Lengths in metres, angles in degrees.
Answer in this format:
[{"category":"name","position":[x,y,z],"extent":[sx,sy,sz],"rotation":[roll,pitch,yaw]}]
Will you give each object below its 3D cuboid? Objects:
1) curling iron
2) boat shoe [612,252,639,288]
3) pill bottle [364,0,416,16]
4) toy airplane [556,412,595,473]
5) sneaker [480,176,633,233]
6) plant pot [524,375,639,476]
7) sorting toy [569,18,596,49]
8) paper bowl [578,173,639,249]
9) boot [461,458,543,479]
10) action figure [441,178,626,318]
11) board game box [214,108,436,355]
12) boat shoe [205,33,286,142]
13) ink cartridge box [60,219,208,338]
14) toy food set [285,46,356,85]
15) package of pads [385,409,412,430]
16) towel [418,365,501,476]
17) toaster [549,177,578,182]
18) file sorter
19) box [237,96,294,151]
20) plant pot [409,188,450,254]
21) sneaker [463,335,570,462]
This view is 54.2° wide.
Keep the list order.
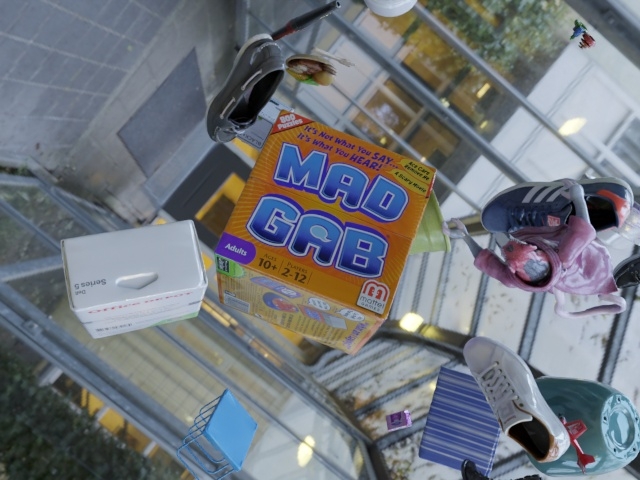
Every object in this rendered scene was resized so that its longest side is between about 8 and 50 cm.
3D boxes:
[{"category":"curling iron","position":[-0.050,-0.471,1.409],"extent":[0.274,0.068,0.035],"rotation":[-18,-168,46]},{"category":"boat shoe","position":[0.889,0.081,1.702],"extent":[0.228,0.080,0.076],"rotation":[-39,-170,45]},{"category":"pill bottle","position":[0.111,-0.464,1.000],"extent":[0.131,0.131,0.229],"rotation":[-50,168,-3]},{"category":"toy airplane","position":[0.629,0.500,1.553],"extent":[0.028,0.151,0.151],"rotation":[-5,165,-21]},{"category":"sneaker","position":[0.537,-0.060,1.465],"extent":[0.349,0.131,0.148],"rotation":[-12,-155,33]},{"category":"plant pot","position":[0.756,0.529,1.784],"extent":[0.235,0.293,0.293],"rotation":[-24,-156,55]},{"category":"sorting toy","position":[0.736,-0.579,1.775],"extent":[0.042,0.061,0.102],"rotation":[-44,-128,38]},{"category":"paper bowl","position":[0.923,-0.080,2.002],"extent":[0.148,0.284,0.284],"rotation":[-60,180,22]},{"category":"boot","position":[0.548,0.736,1.864],"extent":[0.228,0.091,0.263],"rotation":[-17,-161,10]},{"category":"action figure","position":[0.396,0.050,1.157],"extent":[0.248,0.276,0.370],"rotation":[-20,174,29]},{"category":"board game box","position":[0.000,0.000,1.405],"extent":[0.356,0.356,0.357],"rotation":[109,3,-67]},{"category":"boat shoe","position":[-0.174,-0.313,1.421],"extent":[0.112,0.096,0.335],"rotation":[-17,158,-37]},{"category":"ink cartridge box","position":[-0.303,0.071,1.040],"extent":[0.198,0.115,0.273],"rotation":[-10,166,-17]},{"category":"toy food set","position":[-0.019,-0.397,1.464],"extent":[0.192,0.132,0.039],"rotation":[5,-96,59]},{"category":"package of pads","position":[0.240,0.556,1.930],"extent":[0.083,0.032,0.050],"rotation":[-30,-123,38]},{"category":"towel","position":[0.476,0.605,2.074],"extent":[0.040,0.243,0.336],"rotation":[-23,127,-75]},{"category":"toaster","position":[0.693,-0.093,1.709],"extent":[0.168,0.185,0.110],"rotation":[-15,120,-44]},{"category":"file sorter","position":[-0.234,0.444,1.414],"extent":[0.104,0.118,0.170],"rotation":[-35,-171,17]},{"category":"box","position":[-0.182,-0.344,1.723],"extent":[0.087,0.169,0.290],"rotation":[-59,-178,20]},{"category":"plant pot","position":[0.234,-0.054,1.933],"extent":[0.253,0.276,0.276],"rotation":[-19,-172,5]},{"category":"sneaker","position":[0.392,0.320,1.288],"extent":[0.123,0.290,0.106],"rotation":[1,135,-54]}]
